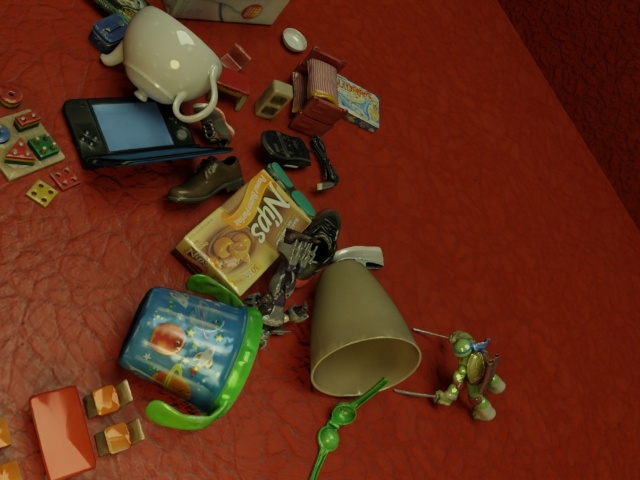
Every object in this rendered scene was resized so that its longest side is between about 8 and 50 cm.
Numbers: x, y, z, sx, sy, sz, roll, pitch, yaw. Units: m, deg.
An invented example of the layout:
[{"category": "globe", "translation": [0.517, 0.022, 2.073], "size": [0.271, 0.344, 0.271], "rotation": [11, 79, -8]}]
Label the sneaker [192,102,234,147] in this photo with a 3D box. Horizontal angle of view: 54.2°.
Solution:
[{"category": "sneaker", "translation": [-0.268, -0.283, 1.568], "size": [0.158, 0.061, 0.065], "rotation": [45, 51, -53]}]

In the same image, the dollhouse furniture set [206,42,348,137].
[{"category": "dollhouse furniture set", "translation": [-0.115, -0.451, 1.743], "size": [0.374, 0.152, 0.201], "rotation": [15, 58, -30]}]

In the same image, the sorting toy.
[{"category": "sorting toy", "translation": [-0.620, -0.202, 1.305], "size": [0.132, 0.046, 0.274], "rotation": [-36, 90, -42]}]

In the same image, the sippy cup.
[{"category": "sippy cup", "translation": [-0.263, 0.204, 1.231], "size": [0.224, 0.305, 0.240], "rotation": [26, 92, -16]}]

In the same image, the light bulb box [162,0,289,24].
[{"category": "light bulb box", "translation": [-0.226, -0.797, 1.713], "size": [0.361, 0.358, 0.225], "rotation": [-12, 76, -39]}]

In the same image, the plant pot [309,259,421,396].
[{"category": "plant pot", "translation": [0.082, 0.190, 1.501], "size": [0.256, 0.256, 0.274], "rotation": [16, 42, -29]}]

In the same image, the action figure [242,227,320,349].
[{"category": "action figure", "translation": [-0.092, 0.116, 1.424], "size": [0.185, 0.099, 0.285], "rotation": [21, 89, -57]}]

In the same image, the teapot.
[{"category": "teapot", "translation": [-0.366, -0.404, 1.468], "size": [0.252, 0.256, 0.187], "rotation": [37, 88, -25]}]

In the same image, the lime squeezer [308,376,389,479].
[{"category": "lime squeezer", "translation": [0.046, 0.436, 1.420], "size": [0.059, 0.110, 0.310], "rotation": [44, 77, -31]}]

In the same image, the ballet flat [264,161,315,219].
[{"category": "ballet flat", "translation": [-0.087, -0.118, 1.641], "size": [0.070, 0.070, 0.188], "rotation": [-26, 76, -42]}]

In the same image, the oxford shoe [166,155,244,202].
[{"category": "oxford shoe", "translation": [-0.279, -0.151, 1.485], "size": [0.227, 0.083, 0.096], "rotation": [-34, 130, -48]}]

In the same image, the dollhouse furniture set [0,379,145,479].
[{"category": "dollhouse furniture set", "translation": [-0.427, 0.381, 1.067], "size": [0.262, 0.135, 0.259], "rotation": [-10, 72, -40]}]

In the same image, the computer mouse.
[{"category": "computer mouse", "translation": [-0.061, -0.209, 1.718], "size": [0.262, 0.060, 0.184], "rotation": [-6, 65, -51]}]

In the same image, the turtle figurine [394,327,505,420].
[{"category": "turtle figurine", "translation": [0.370, 0.357, 1.697], "size": [0.266, 0.274, 0.198], "rotation": [52, 21, -29]}]

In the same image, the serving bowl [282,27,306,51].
[{"category": "serving bowl", "translation": [-0.085, -0.617, 1.941], "size": [0.083, 0.027, 0.083], "rotation": [18, 56, -29]}]

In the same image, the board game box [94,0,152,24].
[{"category": "board game box", "translation": [-0.475, -0.583, 1.616], "size": [0.259, 0.030, 0.136], "rotation": [42, 34, -10]}]

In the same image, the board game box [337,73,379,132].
[{"category": "board game box", "translation": [0.097, -0.438, 1.972], "size": [0.201, 0.035, 0.136], "rotation": [21, 55, -26]}]

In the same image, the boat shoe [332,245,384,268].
[{"category": "boat shoe", "translation": [0.101, 0.056, 1.693], "size": [0.184, 0.066, 0.063], "rotation": [2, 63, -46]}]

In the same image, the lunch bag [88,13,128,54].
[{"category": "lunch bag", "translation": [-0.518, -0.509, 1.535], "size": [0.067, 0.065, 0.098], "rotation": [45, 47, -7]}]

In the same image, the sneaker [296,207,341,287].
[{"category": "sneaker", "translation": [0.000, 0.000, 1.595], "size": [0.097, 0.135, 0.276], "rotation": [42, 47, -8]}]

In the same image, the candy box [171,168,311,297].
[{"category": "candy box", "translation": [-0.180, -0.012, 1.498], "size": [0.183, 0.087, 0.316], "rotation": [48, 47, -6]}]

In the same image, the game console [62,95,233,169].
[{"category": "game console", "translation": [-0.390, -0.256, 1.419], "size": [0.293, 0.173, 0.250], "rotation": [-15, 76, -41]}]
